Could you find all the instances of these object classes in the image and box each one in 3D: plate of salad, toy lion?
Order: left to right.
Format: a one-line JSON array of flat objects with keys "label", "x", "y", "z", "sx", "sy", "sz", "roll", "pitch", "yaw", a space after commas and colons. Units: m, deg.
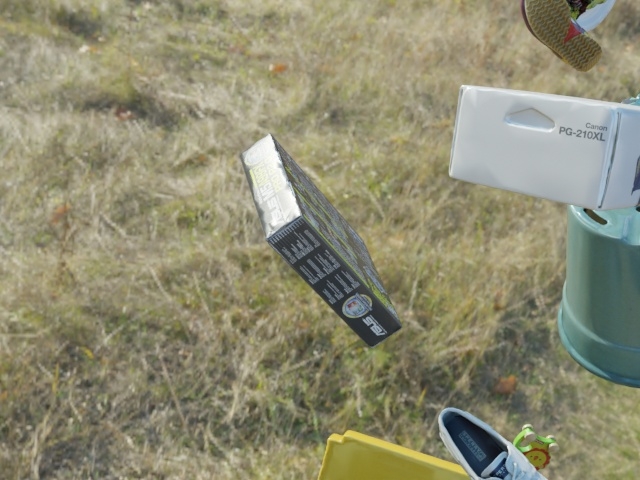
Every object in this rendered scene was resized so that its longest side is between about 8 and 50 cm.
[{"label": "toy lion", "x": 0.452, "y": 0.448, "z": 1.710, "sx": 0.100, "sy": 0.096, "sz": 0.034, "roll": 28, "pitch": 25, "yaw": -15}, {"label": "plate of salad", "x": 0.494, "y": -0.465, "z": 1.419, "sx": 0.199, "sy": 0.200, "sz": 0.048, "roll": -15, "pitch": 33, "yaw": -39}]

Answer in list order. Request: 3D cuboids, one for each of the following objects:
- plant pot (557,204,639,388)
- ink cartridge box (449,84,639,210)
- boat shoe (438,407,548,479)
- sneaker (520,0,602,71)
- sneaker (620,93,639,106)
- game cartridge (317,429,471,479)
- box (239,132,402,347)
[{"label": "plant pot", "x": 0.598, "y": 0.034, "z": 1.477, "sx": 0.340, "sy": 0.334, "sz": 0.341, "roll": -12, "pitch": 39, "yaw": 10}, {"label": "ink cartridge box", "x": 0.273, "y": -0.101, "z": 0.854, "sx": 0.171, "sy": 0.100, "sz": 0.237, "roll": 17, "pitch": 16, "yaw": 39}, {"label": "boat shoe", "x": 0.266, "y": 0.349, "z": 1.189, "sx": 0.095, "sy": 0.084, "sz": 0.258, "roll": -47, "pitch": 54, "yaw": -7}, {"label": "sneaker", "x": 0.356, "y": -0.333, "z": 1.240, "sx": 0.185, "sy": 0.069, "sz": 0.084, "roll": 37, "pitch": 15, "yaw": -34}, {"label": "sneaker", "x": 0.595, "y": -0.236, "z": 1.441, "sx": 0.098, "sy": 0.069, "sz": 0.038, "roll": -21, "pitch": 28, "yaw": 20}, {"label": "game cartridge", "x": 0.116, "y": 0.524, "z": 1.420, "sx": 0.285, "sy": 0.324, "sz": 0.052, "roll": 15, "pitch": 3, "yaw": 14}, {"label": "box", "x": 0.000, "y": 0.000, "z": 1.149, "sx": 0.270, "sy": 0.060, "sz": 0.216, "roll": 47, "pitch": 14, "yaw": -38}]
